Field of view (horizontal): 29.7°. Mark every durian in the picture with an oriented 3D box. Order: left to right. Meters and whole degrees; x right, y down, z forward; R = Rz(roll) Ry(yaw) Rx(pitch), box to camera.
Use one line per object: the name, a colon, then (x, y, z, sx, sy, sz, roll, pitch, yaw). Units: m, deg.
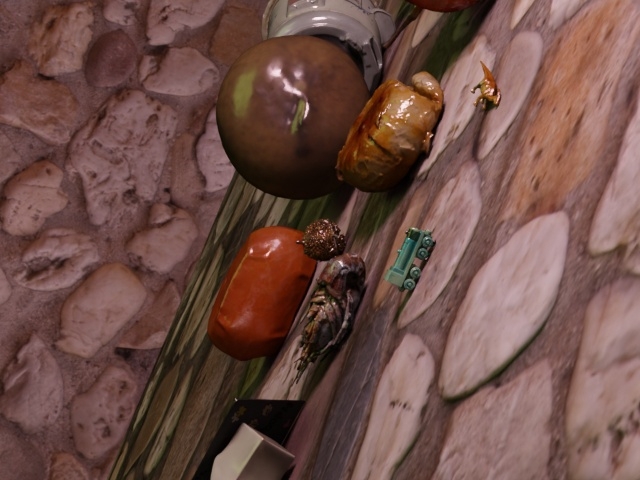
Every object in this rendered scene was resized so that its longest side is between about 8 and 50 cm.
durian: (0.000, 0.000, 2.113, 0.080, 0.091, 0.080, -178, 90, -74)

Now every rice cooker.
rice cooker: (0.007, -0.407, 2.522, 0.316, 0.264, 0.317, -19, 31, 12)

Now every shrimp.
shrimp: (0.008, 0.126, 1.856, 0.090, 0.079, 0.233, 32, 101, 40)

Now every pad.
pad: (-0.131, 0.346, 1.860, 0.006, 0.170, 0.246, 39, 106, 36)

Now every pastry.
pastry: (0.111, -0.173, 1.959, 0.229, 0.100, 0.218, -56, 14, 28)

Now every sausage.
sausage: (-0.109, 0.095, 2.251, 0.268, 0.141, 0.153, -64, 12, 1)

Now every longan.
longan: (-0.048, -0.228, 2.273, 0.319, 0.319, 0.319, -59, 13, 23)

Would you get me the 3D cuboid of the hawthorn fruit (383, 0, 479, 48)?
hawthorn fruit: (0.203, -0.477, 1.942, 0.235, 0.263, 0.231, 12, 52, 44)

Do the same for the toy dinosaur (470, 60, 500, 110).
toy dinosaur: (0.231, -0.214, 1.699, 0.041, 0.026, 0.113, -51, 25, 24)

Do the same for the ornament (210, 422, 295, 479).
ornament: (-0.145, 0.408, 1.793, 0.285, 0.130, 0.120, -63, 31, 13)

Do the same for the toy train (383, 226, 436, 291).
toy train: (0.121, 0.024, 1.642, 0.092, 0.045, 0.029, -67, 14, 2)
